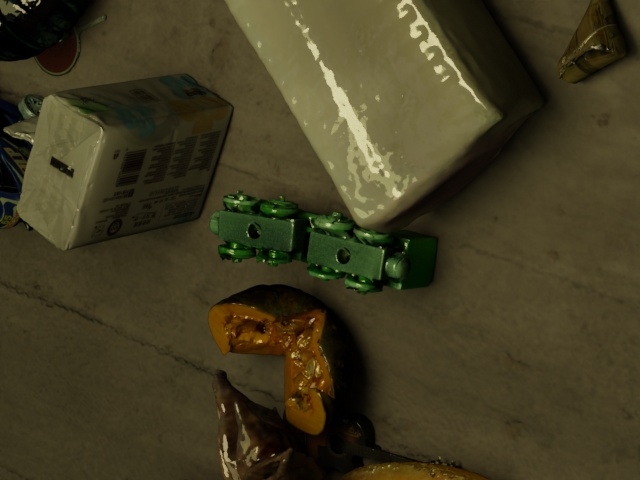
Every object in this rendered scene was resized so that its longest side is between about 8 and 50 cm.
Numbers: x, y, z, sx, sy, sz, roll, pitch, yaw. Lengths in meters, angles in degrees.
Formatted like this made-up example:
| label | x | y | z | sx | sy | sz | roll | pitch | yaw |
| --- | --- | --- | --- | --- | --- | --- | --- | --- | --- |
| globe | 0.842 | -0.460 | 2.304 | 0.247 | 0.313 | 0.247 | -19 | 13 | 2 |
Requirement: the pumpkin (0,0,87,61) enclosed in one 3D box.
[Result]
| label | x | y | z | sx | sy | sz | roll | pitch | yaw |
| --- | --- | --- | --- | --- | --- | --- | --- | --- | --- |
| pumpkin | -0.354 | -0.302 | 2.010 | 0.194 | 0.150 | 0.194 | 5 | 98 | 40 |

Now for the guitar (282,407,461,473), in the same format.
| label | x | y | z | sx | sy | sz | roll | pitch | yaw |
| --- | --- | --- | --- | --- | --- | --- | --- | --- | --- |
| guitar | 0.056 | 0.234 | 1.917 | 0.233 | 0.025 | 0.088 | 10 | 106 | 32 |

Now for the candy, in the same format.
| label | x | y | z | sx | sy | sz | roll | pitch | yaw |
| --- | --- | --- | --- | --- | --- | --- | --- | --- | --- |
| candy | 0.057 | -0.211 | 1.752 | 0.208 | 0.145 | 0.358 | -38 | 78 | 33 |

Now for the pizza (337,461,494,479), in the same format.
| label | x | y | z | sx | sy | sz | roll | pitch | yaw |
| --- | --- | --- | --- | --- | --- | --- | --- | --- | --- |
| pizza | 0.109 | 0.323 | 1.868 | 0.204 | 0.080 | 0.188 | 12 | 104 | 42 |

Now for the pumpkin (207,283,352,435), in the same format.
| label | x | y | z | sx | sy | sz | roll | pitch | yaw |
| --- | --- | --- | --- | --- | --- | --- | --- | --- | --- |
| pumpkin | -0.028 | 0.118 | 1.900 | 0.183 | 0.107 | 0.119 | 49 | 146 | 6 |

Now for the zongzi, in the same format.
| label | x | y | z | sx | sy | sz | roll | pitch | yaw |
| --- | --- | --- | --- | --- | --- | --- | --- | --- | --- |
| zongzi | 0.258 | -0.204 | 1.681 | 0.076 | 0.040 | 0.083 | -29 | 71 | 42 |

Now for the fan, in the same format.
| label | x | y | z | sx | sy | sz | roll | pitch | yaw |
| --- | --- | --- | --- | --- | --- | --- | --- | --- | --- |
| fan | -0.307 | -0.250 | 2.081 | 0.133 | 0.005 | 0.085 | -18 | 88 | 37 |

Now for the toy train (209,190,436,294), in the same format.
| label | x | y | z | sx | sy | sz | roll | pitch | yaw |
| --- | --- | --- | --- | --- | --- | --- | --- | --- | --- |
| toy train | 0.000 | 0.000 | 1.851 | 0.251 | 0.119 | 0.085 | 16 | 101 | 32 |

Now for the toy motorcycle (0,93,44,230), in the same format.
| label | x | y | z | sx | sy | sz | roll | pitch | yaw |
| --- | --- | --- | --- | --- | --- | --- | --- | --- | --- |
| toy motorcycle | -0.406 | -0.108 | 2.079 | 0.315 | 0.169 | 0.113 | 51 | 124 | 14 |

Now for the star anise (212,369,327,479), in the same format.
| label | x | y | z | sx | sy | sz | roll | pitch | yaw |
| --- | --- | --- | --- | --- | --- | --- | --- | --- | --- |
| star anise | -0.023 | 0.299 | 1.868 | 0.292 | 0.109 | 0.349 | 59 | 171 | -25 |

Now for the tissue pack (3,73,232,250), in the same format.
| label | x | y | z | sx | sy | sz | roll | pitch | yaw |
| --- | --- | --- | --- | --- | --- | --- | --- | --- | --- |
| tissue pack | -0.236 | -0.102 | 1.925 | 0.145 | 0.229 | 0.159 | 33 | 117 | 27 |
